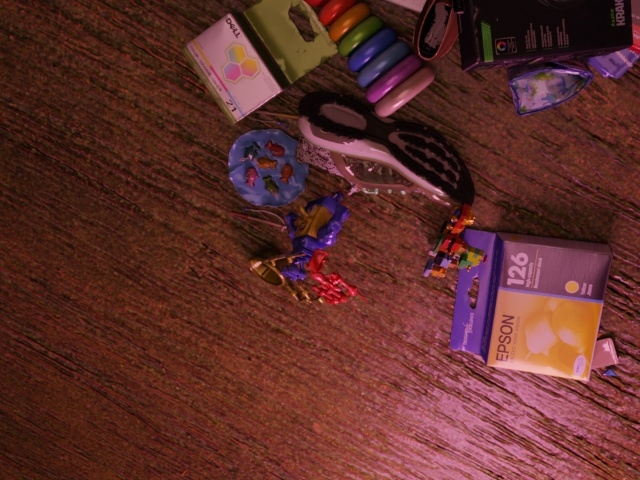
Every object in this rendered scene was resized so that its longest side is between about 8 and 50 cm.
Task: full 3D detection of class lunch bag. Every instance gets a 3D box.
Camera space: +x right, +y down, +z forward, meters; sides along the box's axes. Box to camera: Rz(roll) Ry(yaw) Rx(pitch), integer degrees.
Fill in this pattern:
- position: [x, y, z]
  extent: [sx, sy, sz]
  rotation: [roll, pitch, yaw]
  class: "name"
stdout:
- position: [0.440, -0.307, 1.538]
  extent: [0.151, 0.129, 0.096]
  rotation: [-12, 109, 16]
  class: "lunch bag"

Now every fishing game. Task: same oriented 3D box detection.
- position: [-0.117, -0.154, 1.751]
  extent: [0.189, 0.041, 0.264]
  rotation: [15, 113, 8]
  class: "fishing game"

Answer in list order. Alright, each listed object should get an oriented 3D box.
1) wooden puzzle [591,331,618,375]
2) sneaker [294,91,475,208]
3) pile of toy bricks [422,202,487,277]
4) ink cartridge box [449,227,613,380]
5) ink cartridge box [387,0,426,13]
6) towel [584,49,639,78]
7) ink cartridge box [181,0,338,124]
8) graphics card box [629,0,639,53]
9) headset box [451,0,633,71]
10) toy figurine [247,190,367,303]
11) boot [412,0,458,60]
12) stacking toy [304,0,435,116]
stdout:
- position: [0.619, 0.250, 1.783]
  extent: [0.079, 0.014, 0.116]
  rotation: [-8, 109, 18]
  class: "wooden puzzle"
- position: [0.124, -0.157, 1.674]
  extent: [0.410, 0.158, 0.182]
  rotation: [26, 140, -1]
  class: "sneaker"
- position: [0.292, 0.024, 1.656]
  extent: [0.105, 0.118, 0.212]
  rotation: [20, 150, 1]
  class: "pile of toy bricks"
- position: [0.449, 0.139, 1.739]
  extent: [0.307, 0.072, 0.303]
  rotation: [6, 111, 8]
  class: "ink cartridge box"
- position: [0.245, -0.517, 1.530]
  extent: [0.311, 0.065, 0.185]
  rotation: [20, 114, 0]
  class: "ink cartridge box"
- position: [0.582, -0.499, 1.493]
  extent: [0.243, 0.040, 0.336]
  rotation: [41, 110, -5]
  class: "towel"
- position: [-0.121, -0.386, 1.625]
  extent: [0.255, 0.097, 0.188]
  rotation: [-32, 98, 18]
  class: "ink cartridge box"
- position: [0.661, -0.499, 1.408]
  extent: [0.233, 0.094, 0.370]
  rotation: [25, 109, 3]
  class: "graphics card box"
- position: [0.358, -0.427, 1.356]
  extent: [0.283, 0.131, 0.246]
  rotation: [-6, 96, 0]
  class: "headset box"
- position: [0.000, 0.000, 1.724]
  extent: [0.191, 0.362, 0.217]
  rotation: [31, 74, -17]
  class: "toy figurine"
- position: [0.250, -0.470, 1.456]
  extent: [0.112, 0.115, 0.305]
  rotation: [21, 113, 4]
  class: "boot"
- position: [0.077, -0.410, 1.572]
  extent: [0.141, 0.141, 0.330]
  rotation: [-36, 96, 21]
  class: "stacking toy"
